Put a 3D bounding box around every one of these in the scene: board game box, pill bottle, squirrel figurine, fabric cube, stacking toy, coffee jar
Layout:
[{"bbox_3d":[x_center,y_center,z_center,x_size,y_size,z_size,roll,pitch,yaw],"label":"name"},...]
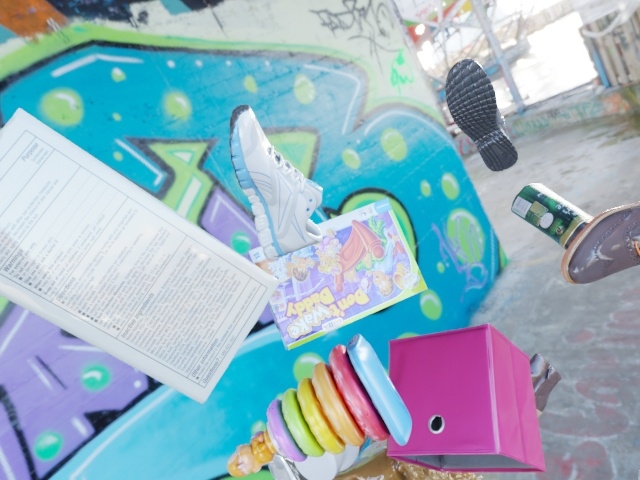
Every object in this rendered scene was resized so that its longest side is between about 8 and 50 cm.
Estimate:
[{"bbox_3d":[0.038,0.073,1.151,0.347,0.233,0.078,-22,-6,-13],"label":"board game box"},{"bbox_3d":[0.049,0.550,1.455,0.176,0.176,0.319,-23,1,27],"label":"pill bottle"},{"bbox_3d":[0.305,0.808,1.589,0.397,0.370,0.281,-36,-7,38],"label":"squirrel figurine"},{"bbox_3d":[0.319,0.364,1.123,0.254,0.259,0.258,-18,53,36],"label":"fabric cube"},{"bbox_3d":[-0.022,0.294,0.812,0.302,0.165,0.175,-30,-4,3],"label":"stacking toy"},{"bbox_3d":[0.515,-0.047,1.088,0.096,0.184,0.079,-10,-47,-38],"label":"coffee jar"}]

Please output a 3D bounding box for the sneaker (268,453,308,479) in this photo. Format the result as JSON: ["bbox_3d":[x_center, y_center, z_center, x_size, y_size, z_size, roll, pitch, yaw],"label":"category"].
[{"bbox_3d":[-0.052,0.852,1.731,0.105,0.295,0.147,-39,-15,30],"label":"sneaker"}]

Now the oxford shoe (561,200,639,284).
[{"bbox_3d":[0.518,-0.010,0.800,0.271,0.096,0.098,-35,17,7],"label":"oxford shoe"}]

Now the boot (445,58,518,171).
[{"bbox_3d":[0.413,-0.360,1.348,0.118,0.338,0.222,-20,36,21],"label":"boot"}]

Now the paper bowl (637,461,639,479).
[{"bbox_3d":[0.593,0.390,0.720,0.284,0.284,0.148,-34,-10,-20],"label":"paper bowl"}]

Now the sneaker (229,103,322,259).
[{"bbox_3d":[-0.042,-0.064,0.551,0.083,0.190,0.071,-10,40,8],"label":"sneaker"}]

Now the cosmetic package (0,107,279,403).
[{"bbox_3d":[-0.220,0.025,0.543,0.160,0.310,0.113,-57,17,-13],"label":"cosmetic package"}]

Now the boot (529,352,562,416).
[{"bbox_3d":[0.597,0.424,1.530,0.206,0.248,0.090,-51,8,-12],"label":"boot"}]
